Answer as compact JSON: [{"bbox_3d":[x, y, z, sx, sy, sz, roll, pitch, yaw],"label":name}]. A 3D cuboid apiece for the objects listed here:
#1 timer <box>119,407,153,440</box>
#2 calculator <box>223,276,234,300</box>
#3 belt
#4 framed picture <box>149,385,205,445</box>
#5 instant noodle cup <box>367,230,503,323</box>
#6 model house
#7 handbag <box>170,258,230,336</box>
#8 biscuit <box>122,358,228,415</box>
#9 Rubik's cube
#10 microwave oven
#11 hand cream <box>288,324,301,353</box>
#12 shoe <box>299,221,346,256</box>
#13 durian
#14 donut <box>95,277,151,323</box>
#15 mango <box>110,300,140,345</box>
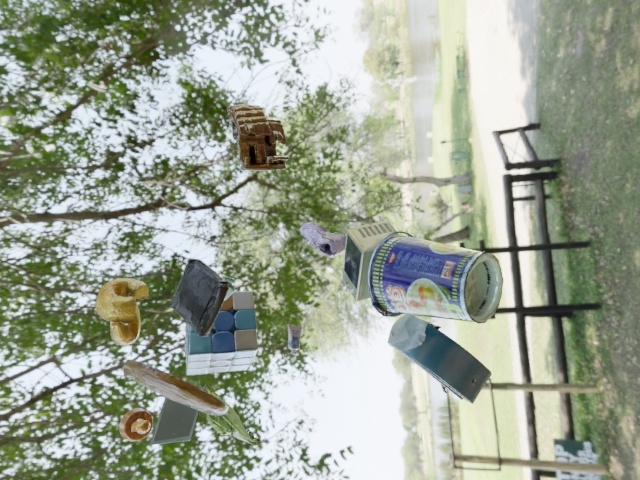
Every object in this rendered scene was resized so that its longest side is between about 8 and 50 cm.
[{"bbox_3d":[-0.753,0.774,1.720,0.132,0.152,0.131,13,-113,-35],"label":"timer"},{"bbox_3d":[-0.420,0.207,1.750,0.095,0.153,0.021,36,-151,-16],"label":"calculator"},{"bbox_3d":[0.444,0.445,1.565,0.436,0.173,0.300,43,169,-22],"label":"belt"},{"bbox_3d":[-0.552,0.683,1.602,0.014,0.253,0.196,43,-142,-35],"label":"framed picture"},{"bbox_3d":[0.342,0.119,1.217,0.285,0.313,0.283,-4,-84,-39],"label":"instant noodle cup"},{"bbox_3d":[-0.212,-0.354,1.429,0.220,0.200,0.229,-154,56,-63],"label":"model house"},{"bbox_3d":[-0.477,0.221,1.610,0.080,0.223,0.246,9,-71,-55],"label":"handbag"},{"bbox_3d":[-0.334,0.344,0.946,0.261,0.262,0.037,71,-143,-52],"label":"biscuit"},{"bbox_3d":[-0.539,0.495,2.202,0.346,0.347,0.344,118,147,-49],"label":"Rubik's cube"},{"bbox_3d":[0.187,0.069,1.460,0.145,0.194,0.240,-124,27,-44],"label":"microwave oven"},{"bbox_3d":[-0.131,0.497,2.062,0.084,0.053,0.142,17,-109,-37],"label":"hand cream"},{"bbox_3d":[0.000,0.000,1.870,0.138,0.245,0.095,-37,-36,-55],"label":"shoe"},{"bbox_3d":[-0.415,0.753,1.759,0.106,0.375,0.132,-54,-13,8],"label":"durian"},{"bbox_3d":[-0.626,0.178,1.295,0.181,0.146,0.078,-87,14,-63],"label":"donut"},{"bbox_3d":[-0.905,0.359,1.908,0.176,0.119,0.316,-87,-1,-71],"label":"mango"}]
